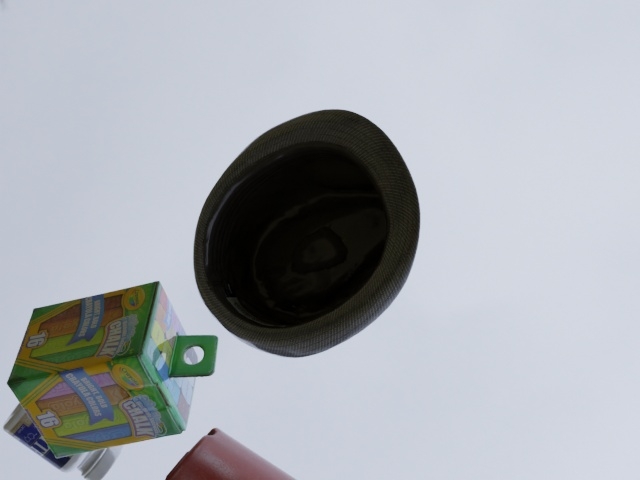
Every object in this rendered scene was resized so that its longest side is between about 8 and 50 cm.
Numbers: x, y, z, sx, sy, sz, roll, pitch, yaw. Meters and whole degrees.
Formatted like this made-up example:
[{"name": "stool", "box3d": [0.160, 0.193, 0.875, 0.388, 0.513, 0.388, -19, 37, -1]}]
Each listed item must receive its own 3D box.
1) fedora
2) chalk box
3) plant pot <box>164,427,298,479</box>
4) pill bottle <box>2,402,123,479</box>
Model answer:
[{"name": "fedora", "box3d": [0.000, 0.000, 1.212, 0.275, 0.124, 0.243, -39, -111, 16]}, {"name": "chalk box", "box3d": [-0.224, 0.143, 1.299, 0.213, 0.132, 0.132, -14, -145, 12]}, {"name": "plant pot", "box3d": [-0.091, 0.389, 1.393, 0.265, 0.272, 0.272, 37, -75, 6]}, {"name": "pill bottle", "box3d": [-0.436, 0.331, 1.934, 0.112, 0.187, 0.112, -50, -170, 13]}]
